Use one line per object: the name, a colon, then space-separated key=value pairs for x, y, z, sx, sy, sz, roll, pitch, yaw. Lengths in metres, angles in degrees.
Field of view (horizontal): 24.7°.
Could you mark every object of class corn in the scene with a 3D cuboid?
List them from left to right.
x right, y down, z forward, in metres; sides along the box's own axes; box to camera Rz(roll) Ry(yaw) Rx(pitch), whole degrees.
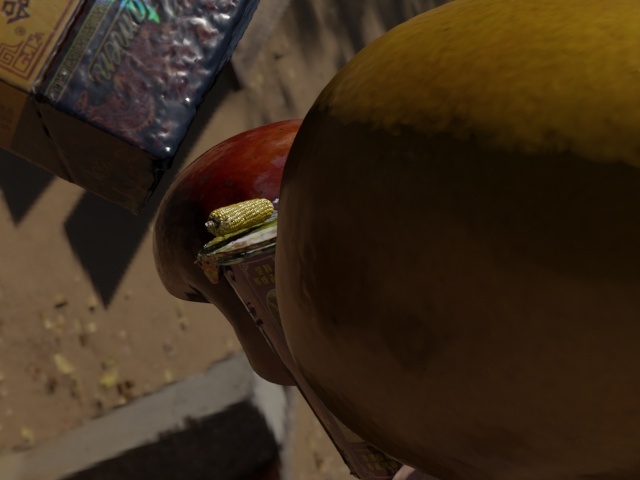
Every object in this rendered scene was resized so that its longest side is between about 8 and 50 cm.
corn: x=-0.079 y=-0.022 z=1.408 sx=0.027 sy=0.028 sz=0.083 roll=39 pitch=36 yaw=29

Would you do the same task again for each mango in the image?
mango: x=0.144 y=0.001 z=0.597 sx=0.263 sy=0.378 sz=0.221 roll=8 pitch=83 yaw=-48

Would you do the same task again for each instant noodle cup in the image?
instant noodle cup: x=0.081 y=0.060 z=1.400 sx=0.266 sy=0.339 sz=0.340 roll=66 pitch=18 yaw=-8

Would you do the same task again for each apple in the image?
apple: x=0.000 y=0.000 z=1.745 sx=0.329 sy=0.364 sz=0.295 roll=64 pitch=-22 yaw=8

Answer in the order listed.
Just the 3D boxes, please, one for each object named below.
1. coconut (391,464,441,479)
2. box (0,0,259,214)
coconut: x=0.214 y=0.246 z=0.960 sx=0.404 sy=0.404 sz=0.405 roll=-17 pitch=90 yaw=-73
box: x=-0.268 y=-0.229 z=1.216 sx=0.415 sy=0.116 sz=0.264 roll=27 pitch=59 yaw=-7
